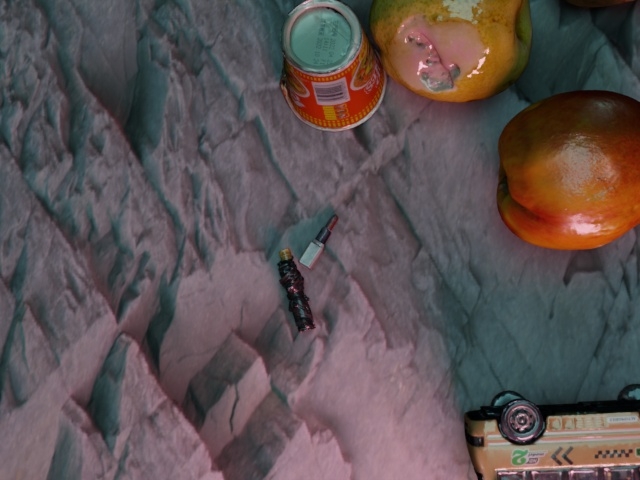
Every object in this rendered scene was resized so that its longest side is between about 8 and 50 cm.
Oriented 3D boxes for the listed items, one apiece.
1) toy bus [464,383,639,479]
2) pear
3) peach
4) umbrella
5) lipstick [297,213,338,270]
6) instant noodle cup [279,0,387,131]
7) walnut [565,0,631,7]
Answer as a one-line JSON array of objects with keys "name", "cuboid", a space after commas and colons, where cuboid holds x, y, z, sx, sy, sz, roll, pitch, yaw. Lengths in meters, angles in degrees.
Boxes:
[{"name": "toy bus", "cuboid": [0.405, 0.325, 1.424, 0.365, 0.177, 0.202, -3, 85, 5]}, {"name": "pear", "cuboid": [0.213, -0.351, 1.533, 0.271, 0.271, 0.271, -1, 80, 6]}, {"name": "peach", "cuboid": [0.409, -0.108, 1.468, 0.281, 0.238, 0.281, -4, 45, 4]}, {"name": "umbrella", "cuboid": [-0.044, 0.084, 1.587, 0.037, 0.040, 0.144, -28, 75, 43]}, {"name": "lipstick", "cuboid": [0.000, 0.000, 1.605, 0.025, 0.025, 0.107, 31, 78, 11]}, {"name": "instant noodle cup", "cuboid": [0.010, -0.300, 1.562, 0.193, 0.212, 0.193, -1, 79, 7]}, {"name": "walnut", "cuboid": [0.477, -0.467, 1.565, 0.206, 0.159, 0.159, -12, 79, 5]}]
